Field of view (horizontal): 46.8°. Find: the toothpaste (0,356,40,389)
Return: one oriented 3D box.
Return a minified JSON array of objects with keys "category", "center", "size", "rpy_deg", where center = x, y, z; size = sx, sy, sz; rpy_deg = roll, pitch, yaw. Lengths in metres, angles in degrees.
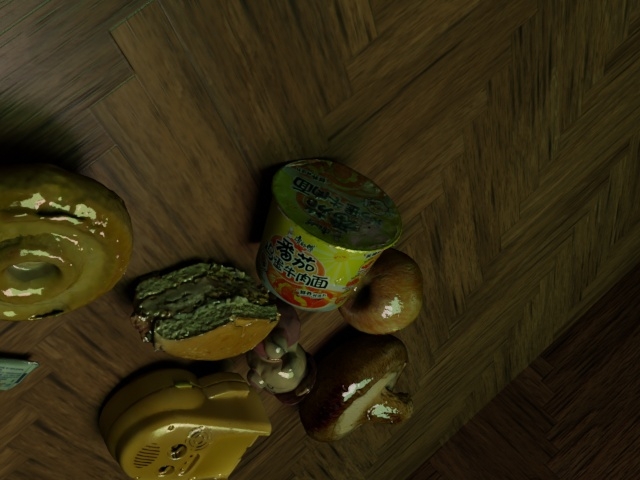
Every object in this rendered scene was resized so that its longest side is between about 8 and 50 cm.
[{"category":"toothpaste","center":[-0.571,0.202,1.172],"size":[0.268,0.047,0.069],"rpy_deg":[31,82,-58]}]

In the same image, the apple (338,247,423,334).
[{"category":"apple","center":[0.138,0.115,1.715],"size":[0.187,0.211,0.211],"rpy_deg":[7,120,-51]}]

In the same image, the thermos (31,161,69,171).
[{"category":"thermos","center":[-0.373,-0.053,1.107],"size":[0.188,0.083,0.073],"rpy_deg":[52,41,-55]}]

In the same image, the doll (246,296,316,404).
[{"category":"doll","center":[-0.100,0.250,1.622],"size":[0.152,0.196,0.256],"rpy_deg":[-21,135,-5]}]

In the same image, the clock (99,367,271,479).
[{"category":"clock","center":[-0.297,0.392,1.556],"size":[0.317,0.200,0.244],"rpy_deg":[15,116,-44]}]

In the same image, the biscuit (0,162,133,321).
[{"category":"biscuit","center":[-0.410,0.018,1.034],"size":[0.296,0.102,0.296],"rpy_deg":[-13,144,-9]}]

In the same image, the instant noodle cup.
[{"category":"instant noodle cup","center":[0.000,0.000,1.421],"size":[0.264,0.264,0.200],"rpy_deg":[-12,141,-41]}]

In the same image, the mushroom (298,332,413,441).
[{"category":"mushroom","center":[0.085,0.394,1.969],"size":[0.345,0.239,0.345],"rpy_deg":[-18,116,-41]}]

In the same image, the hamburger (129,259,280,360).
[{"category":"hamburger","center":[-0.215,0.143,1.415],"size":[0.282,0.155,0.245],"rpy_deg":[-26,149,-20]}]
